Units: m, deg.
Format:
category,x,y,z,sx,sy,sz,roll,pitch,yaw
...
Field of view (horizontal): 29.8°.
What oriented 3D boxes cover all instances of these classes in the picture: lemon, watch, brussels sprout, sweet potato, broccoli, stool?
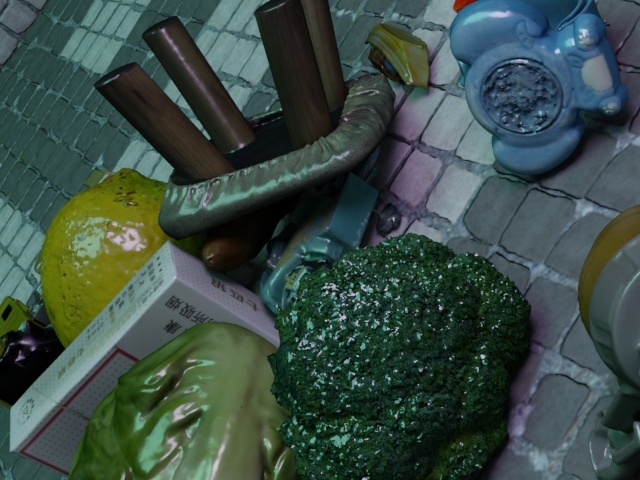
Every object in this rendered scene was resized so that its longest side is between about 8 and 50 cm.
category,x,y,z,sx,sy,sz,roll,pitch,yaw
lemon,-0.259,0.056,1.672,0.258,0.258,0.310,24,111,58
watch,0.245,-0.206,1.341,0.211,0.211,0.193,-32,21,34
brussels sprout,-0.145,0.249,1.357,0.328,0.247,0.328,-166,90,-70
sweet potato,-0.096,-0.039,1.615,0.114,0.092,0.341,-49,3,39
broccoli,0.072,0.129,1.232,0.294,0.265,0.245,-53,-3,-8
stool,-0.090,-0.185,1.518,0.310,0.226,0.310,-22,21,17

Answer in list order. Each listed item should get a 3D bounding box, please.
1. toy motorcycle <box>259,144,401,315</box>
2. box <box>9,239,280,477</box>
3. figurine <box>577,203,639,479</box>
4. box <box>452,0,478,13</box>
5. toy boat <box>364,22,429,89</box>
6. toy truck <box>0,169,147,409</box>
category,x,y,z,sx,sy,sz,roll,pitch,yaw
toy motorcycle,0.001,-0.002,1.540,0.198,0.109,0.296,-30,33,55
box,-0.217,0.181,1.551,0.330,0.210,0.095,-44,33,17
figurine,0.299,0.052,0.981,0.342,0.167,0.285,-55,13,9
box,0.250,-0.344,1.557,0.152,0.048,0.100,-8,53,53
toy boat,0.106,-0.251,1.649,0.172,0.065,0.066,53,128,57
toy truck,-0.381,0.075,1.895,0.405,0.180,0.254,-58,29,-5
